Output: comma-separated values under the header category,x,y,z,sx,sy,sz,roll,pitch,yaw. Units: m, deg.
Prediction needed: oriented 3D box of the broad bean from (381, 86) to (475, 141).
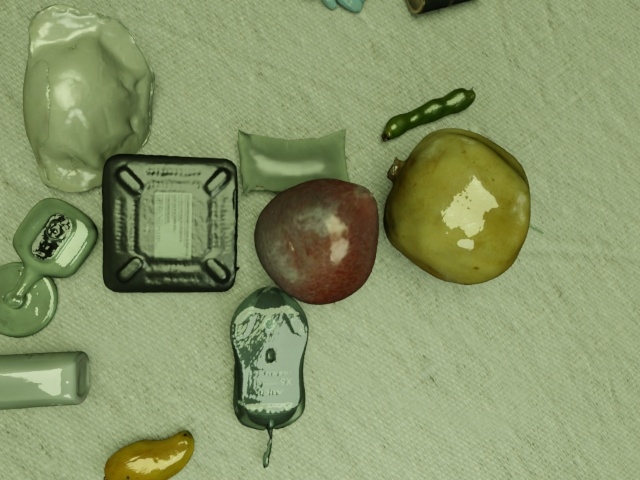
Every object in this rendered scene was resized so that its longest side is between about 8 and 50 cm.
category,x,y,z,sx,sy,sz,roll,pitch,yaw
broad bean,0.247,-0.295,1.442,0.256,0.053,0.052,-26,127,-9

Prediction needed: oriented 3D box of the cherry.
category,x,y,z,sx,sy,sz,roll,pitch,yaw
cherry,0.000,0.000,1.278,0.261,0.307,0.221,49,36,-2

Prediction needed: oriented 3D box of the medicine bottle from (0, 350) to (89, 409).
category,x,y,z,sx,sy,sz,roll,pitch,yaw
medicine bottle,-0.614,0.276,1.207,0.295,0.161,0.111,0,83,-9

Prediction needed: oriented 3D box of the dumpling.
category,x,y,z,sx,sy,sz,roll,pitch,yaw
dumpling,-0.470,-0.279,1.277,0.259,0.181,0.342,-4,86,-27

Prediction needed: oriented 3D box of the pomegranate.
category,x,y,z,sx,sy,sz,roll,pitch,yaw
pomegranate,0.276,-0.067,1.294,0.332,0.332,0.333,1,85,-8

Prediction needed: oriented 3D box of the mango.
category,x,y,z,sx,sy,sz,roll,pitch,yaw
mango,-0.350,0.455,1.275,0.190,0.075,0.098,-15,93,-16

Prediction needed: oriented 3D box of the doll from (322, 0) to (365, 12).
category,x,y,z,sx,sy,sz,roll,pitch,yaw
doll,0.023,-0.597,1.431,0.179,0.075,0.120,20,113,-26

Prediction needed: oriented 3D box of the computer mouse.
category,x,y,z,sx,sy,sz,roll,pitch,yaw
computer mouse,-0.113,0.287,1.319,0.167,0.090,0.380,3,90,-8

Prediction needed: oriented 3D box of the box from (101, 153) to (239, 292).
category,x,y,z,sx,sy,sz,roll,pitch,yaw
box,-0.313,-0.034,1.309,0.288,0.073,0.290,2,95,-10

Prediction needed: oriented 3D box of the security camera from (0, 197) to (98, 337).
category,x,y,z,sx,sy,sz,roll,pitch,yaw
security camera,-0.586,0.060,1.277,0.157,0.080,0.302,32,84,-5

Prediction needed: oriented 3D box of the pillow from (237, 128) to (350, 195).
category,x,y,z,sx,sy,sz,roll,pitch,yaw
pillow,-0.055,-0.175,1.371,0.253,0.078,0.144,-2,85,-8

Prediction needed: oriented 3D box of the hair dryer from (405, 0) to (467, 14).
category,x,y,z,sx,sy,sz,roll,pitch,yaw
hair dryer,0.258,-0.717,1.465,0.189,0.107,0.353,-17,82,-12

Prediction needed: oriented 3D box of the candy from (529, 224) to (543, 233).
category,x,y,z,sx,sy,sz,roll,pitch,yaw
candy,0.497,-0.038,1.472,0.083,0.025,0.023,27,109,-14
